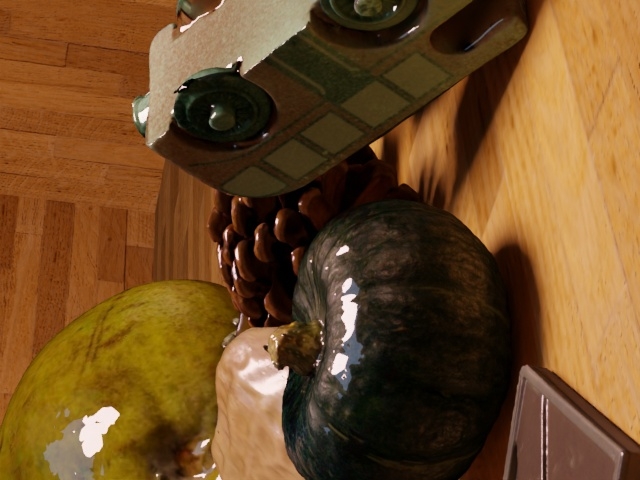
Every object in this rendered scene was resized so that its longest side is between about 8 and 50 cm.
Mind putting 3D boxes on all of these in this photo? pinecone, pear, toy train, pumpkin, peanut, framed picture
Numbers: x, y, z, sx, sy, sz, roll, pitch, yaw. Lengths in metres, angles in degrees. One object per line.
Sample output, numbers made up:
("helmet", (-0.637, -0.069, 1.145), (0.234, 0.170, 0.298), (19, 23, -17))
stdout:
("pinecone", (-0.002, 0.002, 1.438), (0.186, 0.168, 0.212), (56, 176, -25))
("pear", (-0.154, 0.216, 1.754), (0.413, 0.352, 0.352), (152, 124, -75))
("toy train", (0.002, -0.149, 1.293), (0.326, 0.159, 0.129), (-33, 40, 34))
("pumpkin", (0.041, 0.075, 1.199), (0.212, 0.152, 0.212), (-58, 19, 34))
("peanut", (-0.006, 0.177, 1.393), (0.196, 0.110, 0.233), (35, 132, 29))
("framed picture", (0.123, 0.214, 1.012), (0.189, 0.023, 0.260), (-134, 52, -77))

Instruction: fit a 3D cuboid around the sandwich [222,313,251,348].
("sandwich", (-0.004, -0.009, 1.607), (0.122, 0.128, 0.236), (-123, 45, -80))
